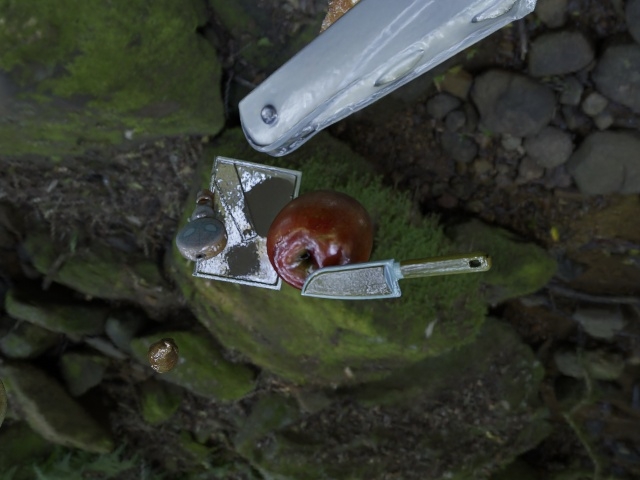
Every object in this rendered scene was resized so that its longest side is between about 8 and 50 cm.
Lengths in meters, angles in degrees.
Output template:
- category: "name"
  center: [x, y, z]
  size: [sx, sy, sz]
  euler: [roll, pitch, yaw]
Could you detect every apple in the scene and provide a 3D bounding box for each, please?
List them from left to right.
- category: "apple"
  center: [0.000, 0.000, 1.291]
  size: [0.181, 0.168, 0.181]
  euler: [6, 119, 11]

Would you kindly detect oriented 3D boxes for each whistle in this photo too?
- category: "whistle"
  center: [-0.247, -0.028, 1.555]
  size: [0.107, 0.220, 0.057]
  euler: [-11, 131, 3]

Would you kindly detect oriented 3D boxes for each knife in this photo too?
- category: "knife"
  center: [0.101, 0.059, 1.128]
  size: [0.343, 0.027, 0.061]
  euler: [-7, 104, 36]
- category: "knife"
  center: [0.045, -0.133, 0.500]
  size: [0.266, 0.073, 0.041]
  euler: [-27, 162, 33]

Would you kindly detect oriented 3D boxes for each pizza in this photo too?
- category: "pizza"
  center: [0.044, -0.358, 1.149]
  size: [0.100, 0.029, 0.099]
  euler: [1, 106, 12]

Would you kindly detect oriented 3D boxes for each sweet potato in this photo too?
- category: "sweet potato"
  center: [-0.298, 0.215, 1.407]
  size: [0.060, 0.068, 0.206]
  euler: [32, 160, -2]

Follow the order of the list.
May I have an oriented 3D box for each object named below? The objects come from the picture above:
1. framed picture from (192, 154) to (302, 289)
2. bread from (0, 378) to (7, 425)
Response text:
- category: "framed picture"
  center: [-0.171, -0.040, 1.738]
  size: [0.211, 0.289, 0.020]
  euler: [10, -175, -10]
- category: "bread"
  center: [-0.676, 0.338, 1.476]
  size: [0.083, 0.157, 0.094]
  euler: [-16, 151, 29]
